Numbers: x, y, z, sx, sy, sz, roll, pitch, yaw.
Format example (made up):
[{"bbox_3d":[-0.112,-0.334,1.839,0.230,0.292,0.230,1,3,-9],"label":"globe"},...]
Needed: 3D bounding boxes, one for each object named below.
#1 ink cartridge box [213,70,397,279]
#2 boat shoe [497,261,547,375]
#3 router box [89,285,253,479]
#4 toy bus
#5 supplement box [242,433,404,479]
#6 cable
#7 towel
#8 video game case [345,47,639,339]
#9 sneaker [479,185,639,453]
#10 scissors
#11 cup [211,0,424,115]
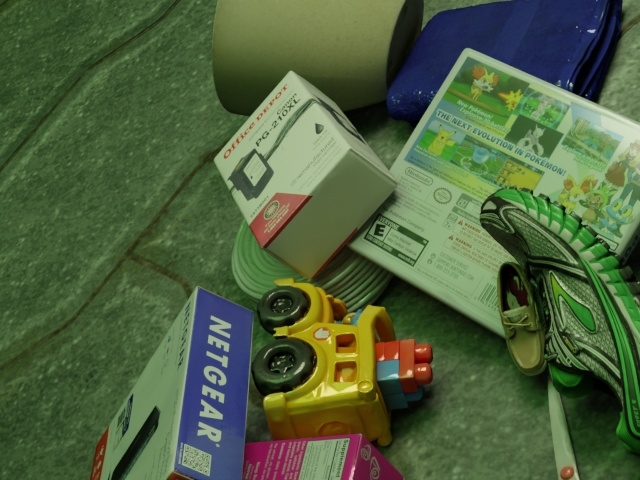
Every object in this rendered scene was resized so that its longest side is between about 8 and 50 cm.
[{"bbox_3d":[-0.026,-0.090,1.724,0.172,0.100,0.237,-48,35,11],"label":"ink cartridge box"},{"bbox_3d":[0.225,0.087,1.503,0.050,0.045,0.135,-21,63,21],"label":"boat shoe"},{"bbox_3d":[-0.188,0.267,1.551,0.301,0.082,0.335,-56,18,28],"label":"router box"},{"bbox_3d":[0.034,0.146,1.611,0.211,0.149,0.220,-11,44,11],"label":"toy bus"},{"bbox_3d":[-0.029,0.303,1.524,0.220,0.111,0.114,-8,49,32],"label":"supplement box"},{"bbox_3d":[0.000,0.000,1.801,0.257,0.089,0.257,-49,40,-11],"label":"cable"},{"bbox_3d":[0.261,-0.251,1.854,0.308,0.076,0.228,0,47,39],"label":"towel"},{"bbox_3d":[0.230,-0.049,1.601,0.329,0.036,0.300,31,88,34],"label":"video game case"},{"bbox_3d":[0.278,0.077,1.419,0.146,0.134,0.343,-41,62,5],"label":"sneaker"},{"bbox_3d":[0.258,0.268,1.404,0.109,0.021,0.297,-34,41,10],"label":"scissors"},{"bbox_3d":[0.015,-0.320,1.951,0.237,0.331,0.331,17,62,16],"label":"cup"}]
